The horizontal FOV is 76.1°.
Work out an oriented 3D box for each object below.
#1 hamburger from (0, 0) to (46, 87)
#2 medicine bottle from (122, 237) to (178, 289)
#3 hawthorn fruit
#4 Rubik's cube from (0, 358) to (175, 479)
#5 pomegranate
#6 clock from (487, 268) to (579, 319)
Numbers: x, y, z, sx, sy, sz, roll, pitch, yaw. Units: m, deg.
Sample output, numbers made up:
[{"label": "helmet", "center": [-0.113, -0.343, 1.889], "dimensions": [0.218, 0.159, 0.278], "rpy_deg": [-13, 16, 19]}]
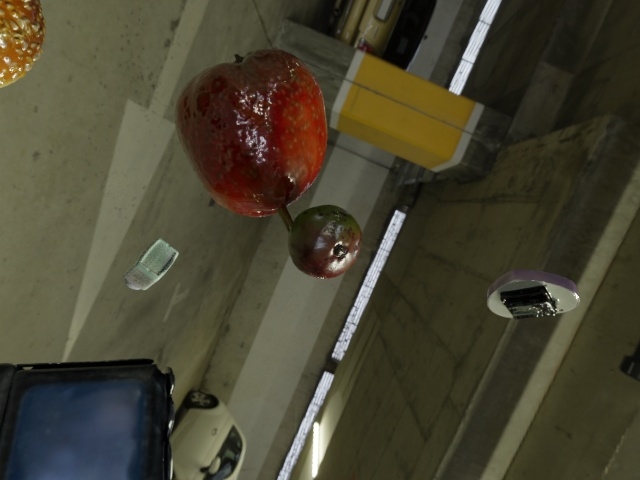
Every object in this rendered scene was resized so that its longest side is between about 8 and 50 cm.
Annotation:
[{"label": "hamburger", "center": [-0.560, -0.345, 0.587], "dimensions": [0.291, 0.225, 0.291], "rpy_deg": [-3, 90, -67]}, {"label": "medicine bottle", "center": [-0.331, 0.052, 0.780], "dimensions": [0.118, 0.055, 0.074], "rpy_deg": [-30, -153, 39]}, {"label": "hawthorn fruit", "center": [-0.107, -0.171, 0.781], "dimensions": [0.285, 0.284, 0.369], "rpy_deg": [-141, -149, -88]}, {"label": "Rubik's cube", "center": [-0.324, 0.320, 0.324], "dimensions": [0.363, 0.358, 0.362], "rpy_deg": [-54, -139, 46]}, {"label": "pomegranate", "center": [-0.004, 0.006, 0.710], "dimensions": [0.159, 0.129, 0.129], "rpy_deg": [-22, -140, 55]}, {"label": "clock", "center": [0.488, 0.135, 0.961], "dimensions": [0.198, 0.172, 0.064], "rpy_deg": [-18, -137, 37]}]
